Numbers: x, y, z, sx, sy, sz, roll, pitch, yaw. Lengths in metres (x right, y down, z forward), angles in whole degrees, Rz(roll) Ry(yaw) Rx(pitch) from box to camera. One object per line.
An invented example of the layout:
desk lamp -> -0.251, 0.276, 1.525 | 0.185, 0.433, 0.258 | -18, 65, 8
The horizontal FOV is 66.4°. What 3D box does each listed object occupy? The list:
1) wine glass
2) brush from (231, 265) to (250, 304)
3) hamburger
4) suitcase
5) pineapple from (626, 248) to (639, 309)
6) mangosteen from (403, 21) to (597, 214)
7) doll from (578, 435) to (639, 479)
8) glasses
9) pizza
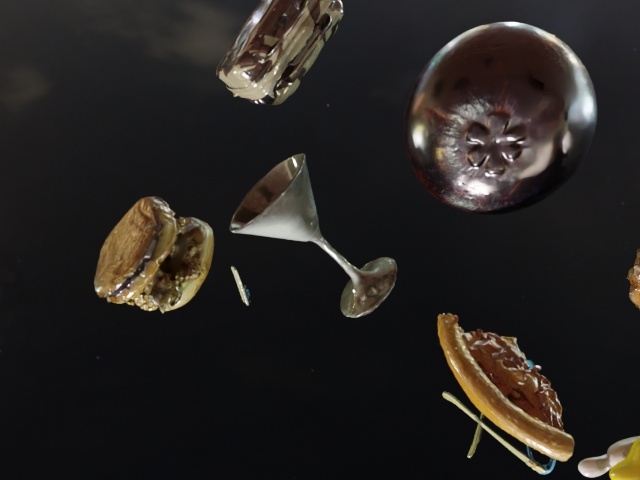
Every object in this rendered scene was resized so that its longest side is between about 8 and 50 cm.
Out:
wine glass -> 0.000, 0.000, 1.266 | 0.267, 0.406, 0.267 | -40, -157, 21
brush -> -0.127, 0.072, 0.787 | 0.013, 0.084, 0.016 | -32, -136, -21
hamburger -> -0.219, 0.032, 0.684 | 0.159, 0.131, 0.185 | -42, -141, 15
suitcase -> -0.096, -0.515, 1.284 | 0.352, 0.194, 0.339 | -56, -150, -1
pineapple -> 0.492, 0.041, 0.596 | 0.166, 0.193, 0.166 | 5, -112, -13
mangosteen -> 0.284, -0.199, 0.795 | 0.300, 0.300, 0.300 | -7, -131, 8
doll -> 0.394, 0.275, 0.614 | 0.135, 0.113, 0.072 | -26, -99, 33
glasses -> 0.375, 0.369, 1.036 | 0.206, 0.102, 0.239 | -13, -127, 15
pizza -> 0.274, 0.206, 0.739 | 0.134, 0.056, 0.271 | -9, -140, -14
